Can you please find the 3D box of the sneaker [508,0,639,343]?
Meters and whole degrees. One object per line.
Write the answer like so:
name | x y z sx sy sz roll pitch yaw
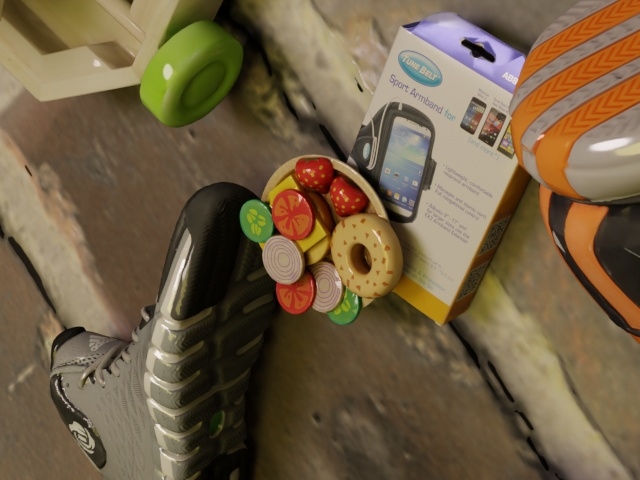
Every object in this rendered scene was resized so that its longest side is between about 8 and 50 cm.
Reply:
sneaker | 0.233 -0.051 0.385 0.321 0.125 0.180 -25 125 17

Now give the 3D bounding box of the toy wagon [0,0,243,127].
toy wagon | -0.103 -0.234 0.594 0.267 0.068 0.344 43 125 17

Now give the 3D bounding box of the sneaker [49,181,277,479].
sneaker | -0.102 0.059 0.682 0.132 0.086 0.229 25 120 30

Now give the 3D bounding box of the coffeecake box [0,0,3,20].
coffeecake box | -0.214 -0.216 0.592 0.142 0.068 0.186 31 120 26

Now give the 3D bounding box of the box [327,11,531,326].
box | 0.056 -0.037 0.568 0.081 0.028 0.136 36 121 23

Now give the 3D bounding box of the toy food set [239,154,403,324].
toy food set | 0.000 0.000 0.591 0.082 0.020 0.083 -38 81 39
